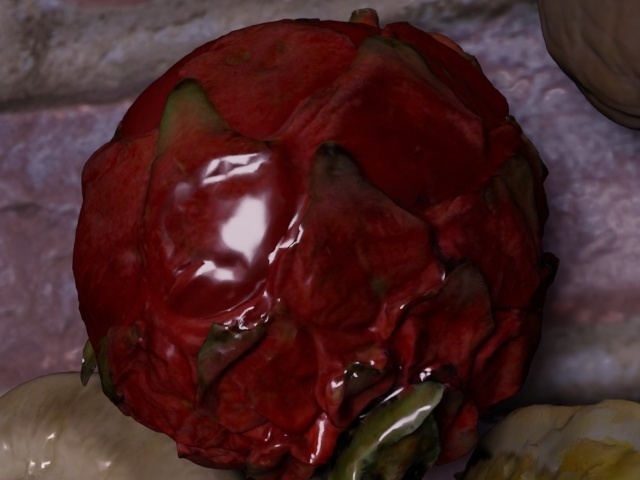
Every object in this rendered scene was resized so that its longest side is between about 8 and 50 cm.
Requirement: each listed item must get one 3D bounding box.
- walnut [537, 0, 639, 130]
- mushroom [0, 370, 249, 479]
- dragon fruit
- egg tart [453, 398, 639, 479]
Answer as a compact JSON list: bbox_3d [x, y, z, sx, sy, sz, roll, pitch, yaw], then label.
[{"bbox_3d":[0.213,-0.159,0.605,0.224,0.224,0.224,-2,81,15],"label":"walnut"},{"bbox_3d":[-0.157,0.199,0.628,0.254,0.234,0.260,-1,81,20],"label":"mushroom"},{"bbox_3d":[0.000,0.000,0.612,0.244,0.299,0.244,9,125,13],"label":"dragon fruit"},{"bbox_3d":[0.094,0.235,0.514,0.133,0.345,0.345,0,80,-20],"label":"egg tart"}]
